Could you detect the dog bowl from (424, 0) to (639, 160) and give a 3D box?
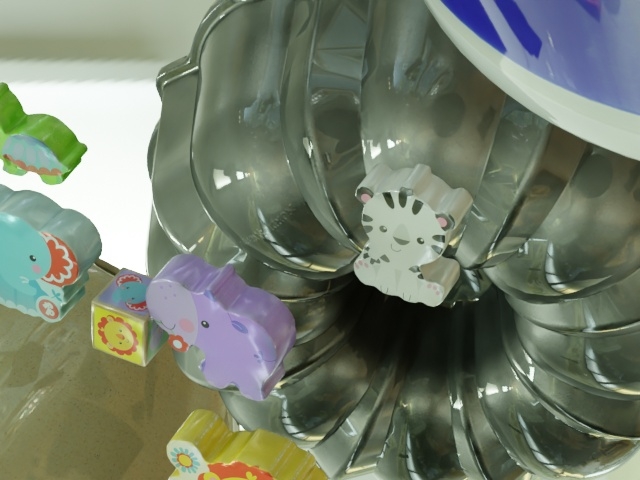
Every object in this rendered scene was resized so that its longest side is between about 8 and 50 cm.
[{"bbox_3d":[0.134,-0.153,0.533,0.104,0.265,0.264,58,-143,-56],"label":"dog bowl"}]

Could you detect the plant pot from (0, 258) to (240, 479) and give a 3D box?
[{"bbox_3d":[-0.165,0.116,1.342,0.284,0.284,0.191,31,-91,-45],"label":"plant pot"}]

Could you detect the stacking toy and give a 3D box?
[{"bbox_3d":[-0.071,0.014,0.685,0.167,0.221,0.052,-53,-25,-47],"label":"stacking toy"}]

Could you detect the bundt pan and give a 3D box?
[{"bbox_3d":[0.058,0.014,0.984,0.331,0.331,0.124,53,-146,-31],"label":"bundt pan"}]
